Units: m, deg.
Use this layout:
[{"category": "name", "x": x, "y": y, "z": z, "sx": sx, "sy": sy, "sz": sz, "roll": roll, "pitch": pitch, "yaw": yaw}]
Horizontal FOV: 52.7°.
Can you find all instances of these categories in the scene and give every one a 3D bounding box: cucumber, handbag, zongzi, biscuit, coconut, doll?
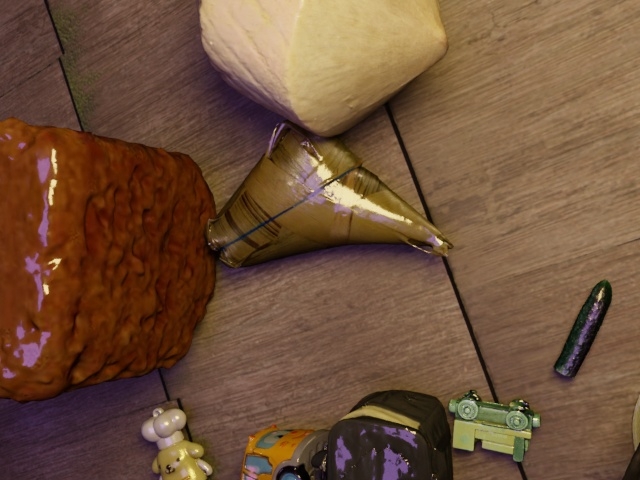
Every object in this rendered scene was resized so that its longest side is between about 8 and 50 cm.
[{"category": "cucumber", "x": 0.342, "y": 0.112, "z": 0.830, "sx": 0.032, "sy": 0.032, "sz": 0.133, "roll": 26, "pitch": 101, "yaw": 19}, {"category": "handbag", "x": 0.087, "y": 0.336, "z": 0.864, "sx": 0.181, "sy": 0.181, "sz": 0.255, "roll": -1, "pitch": 92, "yaw": 22}, {"category": "zongzi", "x": 0.000, "y": 0.000, "z": 0.920, "sx": 0.289, "sy": 0.123, "sz": 0.260, "roll": 45, "pitch": 112, "yaw": 10}, {"category": "biscuit", "x": -0.294, "y": 0.026, "z": 0.890, "sx": 0.166, "sy": 0.395, "sz": 0.343, "roll": 4, "pitch": 93, "yaw": 20}, {"category": "coconut", "x": 0.017, "y": -0.285, "z": 0.812, "sx": 0.328, "sy": 0.328, "sz": 0.329, "roll": 1, "pitch": 93, "yaw": 22}, {"category": "doll", "x": -0.240, "y": 0.352, "z": 1.063, "sx": 0.106, "sy": 0.062, "sz": 0.163, "roll": -26, "pitch": 82, "yaw": 17}]

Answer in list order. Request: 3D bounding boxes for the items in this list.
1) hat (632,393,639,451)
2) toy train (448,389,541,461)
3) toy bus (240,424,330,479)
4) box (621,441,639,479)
[{"category": "hat", "x": 0.493, "y": 0.244, "z": 0.733, "sx": 0.251, "sy": 0.110, "sz": 0.252, "roll": 1, "pitch": 92, "yaw": 22}, {"category": "toy train", "x": 0.232, "y": 0.249, "z": 0.873, "sx": 0.122, "sy": 0.050, "sz": 0.081, "roll": 7, "pitch": 100, "yaw": 21}, {"category": "toy bus", "x": -0.050, "y": 0.378, "z": 0.956, "sx": 0.136, "sy": 0.126, "sz": 0.210, "roll": 4, "pitch": 94, "yaw": 31}, {"category": "box", "x": 0.483, "y": 0.232, "z": 0.641, "sx": 0.289, "sy": 0.073, "sz": 0.289, "roll": 26, "pitch": 91, "yaw": 11}]
